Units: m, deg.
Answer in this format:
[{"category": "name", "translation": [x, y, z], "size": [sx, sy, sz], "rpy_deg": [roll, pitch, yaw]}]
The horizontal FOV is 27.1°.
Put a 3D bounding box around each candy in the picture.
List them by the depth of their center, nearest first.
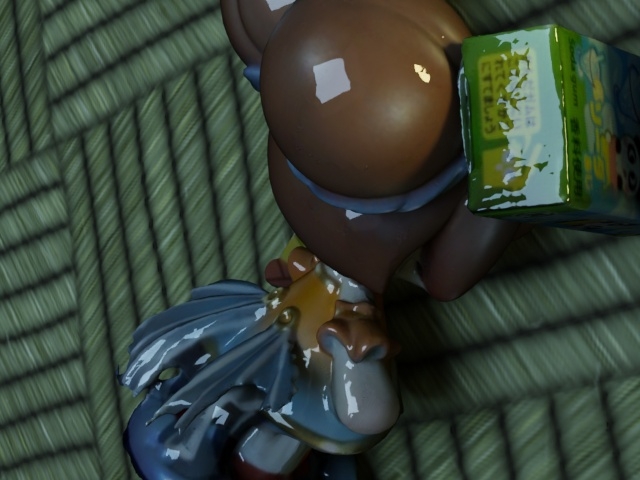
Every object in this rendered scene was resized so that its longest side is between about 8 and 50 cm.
[{"category": "candy", "translation": [0.153, -0.057, 0.749], "size": [0.062, 0.194, 0.097], "rpy_deg": [-7, 83, 37]}]

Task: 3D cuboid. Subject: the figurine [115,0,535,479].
[{"category": "figurine", "translation": [0.001, 0.000, 0.881], "size": [0.388, 0.248, 0.276], "rpy_deg": [-60, 28, 21]}]
